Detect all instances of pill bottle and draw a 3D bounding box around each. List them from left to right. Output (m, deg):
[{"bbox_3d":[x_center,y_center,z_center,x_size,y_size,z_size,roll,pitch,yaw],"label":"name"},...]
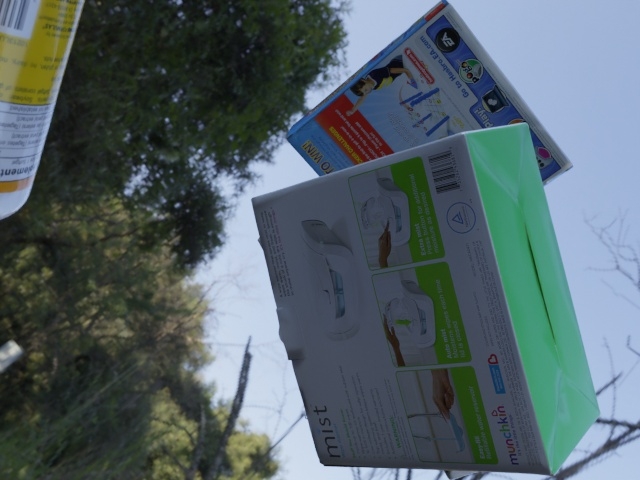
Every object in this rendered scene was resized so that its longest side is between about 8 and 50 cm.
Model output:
[{"bbox_3d":[-0.250,-0.094,0.460,0.136,0.136,0.245,33,-72,33],"label":"pill bottle"}]

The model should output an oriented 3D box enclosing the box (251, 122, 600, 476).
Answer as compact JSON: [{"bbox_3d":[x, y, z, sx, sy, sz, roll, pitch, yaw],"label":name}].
[{"bbox_3d":[0.084,0.056,0.613,0.231,0.127,0.261,-14,-88,40],"label":"box"}]

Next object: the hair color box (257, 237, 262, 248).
[{"bbox_3d":[0.000,0.000,1.075,0.167,0.053,0.093,-19,-71,23],"label":"hair color box"}]

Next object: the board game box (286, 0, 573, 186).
[{"bbox_3d":[0.163,-0.146,1.066,0.302,0.086,0.308,-37,-73,19],"label":"board game box"}]

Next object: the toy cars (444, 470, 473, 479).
[{"bbox_3d":[0.213,0.154,1.033,0.177,0.393,0.087,18,-44,10],"label":"toy cars"}]
